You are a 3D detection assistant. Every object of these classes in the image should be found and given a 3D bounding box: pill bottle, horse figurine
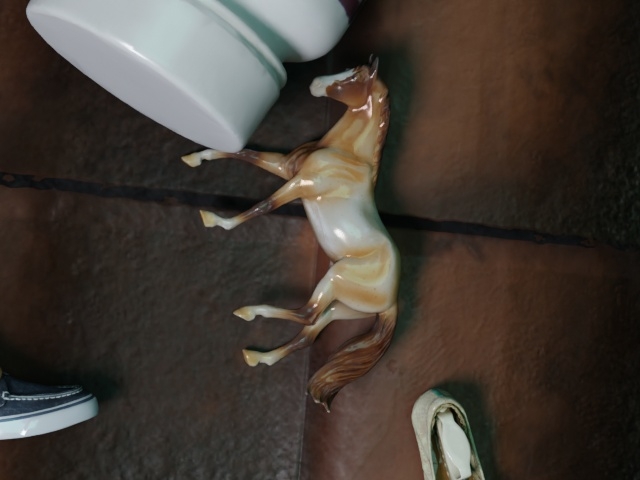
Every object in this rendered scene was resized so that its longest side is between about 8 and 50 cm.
[{"bbox_3d":[-0.037,-0.278,1.078,0.224,0.224,0.392,33,80,-11],"label":"pill bottle"},{"bbox_3d":[0.000,0.000,1.160,0.175,0.066,0.263,-17,90,-8],"label":"horse figurine"}]

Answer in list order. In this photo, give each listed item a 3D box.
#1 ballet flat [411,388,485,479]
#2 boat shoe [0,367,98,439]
[{"bbox_3d":[0.113,0.206,1.187,0.057,0.052,0.168,-19,93,-14],"label":"ballet flat"},{"bbox_3d":[-0.263,0.109,1.089,0.183,0.065,0.083,-6,91,-13],"label":"boat shoe"}]
